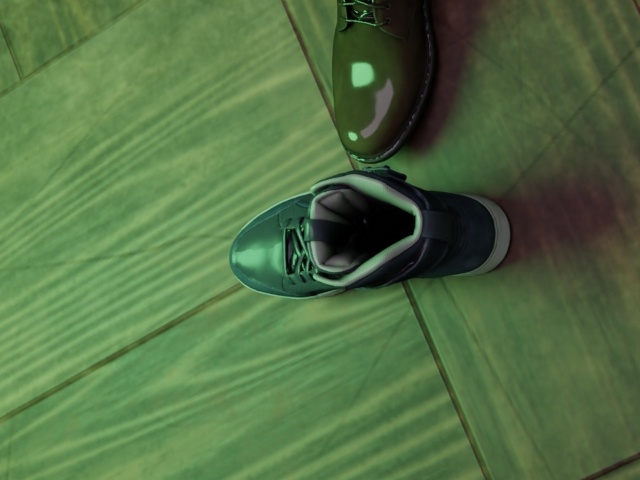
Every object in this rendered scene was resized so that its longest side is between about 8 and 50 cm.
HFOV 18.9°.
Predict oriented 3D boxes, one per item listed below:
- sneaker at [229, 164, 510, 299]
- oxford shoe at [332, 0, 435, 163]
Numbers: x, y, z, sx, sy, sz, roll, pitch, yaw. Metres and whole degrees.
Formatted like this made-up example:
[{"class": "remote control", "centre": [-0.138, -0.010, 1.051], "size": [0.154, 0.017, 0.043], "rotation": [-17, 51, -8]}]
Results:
[{"class": "sneaker", "centre": [0.000, -0.002, 1.381], "size": [0.226, 0.163, 0.086], "rotation": [-8, 86, 30]}, {"class": "oxford shoe", "centre": [0.036, -0.170, 1.406], "size": [0.083, 0.096, 0.227], "rotation": [7, 93, 27]}]
